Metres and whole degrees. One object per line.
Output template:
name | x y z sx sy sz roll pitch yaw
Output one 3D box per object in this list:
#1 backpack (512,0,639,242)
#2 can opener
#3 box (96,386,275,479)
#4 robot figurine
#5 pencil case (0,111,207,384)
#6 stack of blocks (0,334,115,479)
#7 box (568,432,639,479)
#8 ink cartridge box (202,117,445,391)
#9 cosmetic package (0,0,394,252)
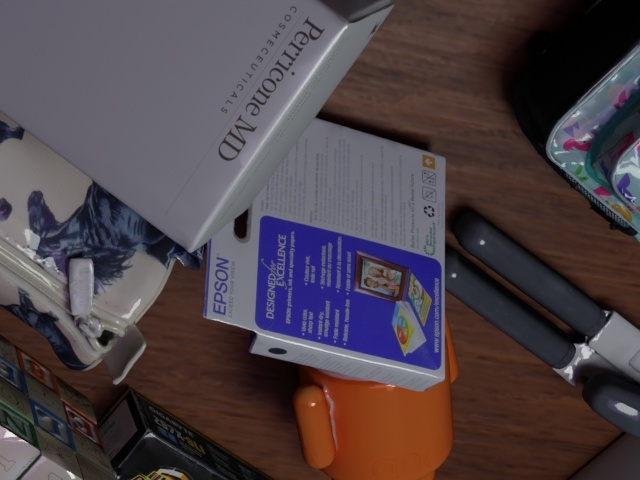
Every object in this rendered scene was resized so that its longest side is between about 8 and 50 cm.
backpack | 0.314 -0.087 1.592 0.225 0.191 0.253 -45 124 7
can opener | 0.215 0.083 1.691 0.283 0.095 0.076 35 101 -28
box | -0.119 0.311 1.719 0.322 0.079 0.257 35 100 -28
robot figurine | 0.046 0.115 1.641 0.158 0.128 0.219 -11 119 -8
pencil case | -0.282 -0.061 1.422 0.410 0.183 0.160 34 103 -27
stack of blocks | -0.299 0.117 1.512 0.087 0.171 0.297 -46 119 9
box | 0.317 0.266 1.817 0.130 0.091 0.170 -41 120 6
ink cartridge box | 0.000 0.000 1.535 0.208 0.206 0.045 16 148 -23
cosmetic package | -0.159 -0.184 1.318 0.365 0.155 0.197 36 107 5
